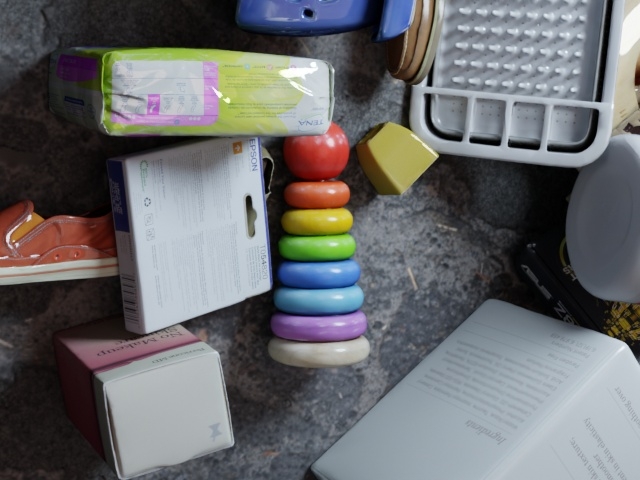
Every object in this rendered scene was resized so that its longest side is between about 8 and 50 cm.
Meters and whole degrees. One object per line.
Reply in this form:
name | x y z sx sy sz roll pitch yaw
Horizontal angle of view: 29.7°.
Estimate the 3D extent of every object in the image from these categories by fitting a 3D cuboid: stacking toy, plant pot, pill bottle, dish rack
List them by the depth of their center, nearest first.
plant pot | 0.019 -0.357 1.477 0.212 0.236 0.236 9 97 -1
stacking toy | 0.000 0.000 1.636 0.141 0.141 0.330 -2 96 -26
dish rack | 0.278 -0.278 1.674 0.072 0.285 0.332 -16 112 -65
pill bottle | 0.570 -0.009 1.676 0.408 0.229 0.229 8 96 -17
plant pot | 0.098 -0.120 1.689 0.081 0.081 0.083 -46 104 -12

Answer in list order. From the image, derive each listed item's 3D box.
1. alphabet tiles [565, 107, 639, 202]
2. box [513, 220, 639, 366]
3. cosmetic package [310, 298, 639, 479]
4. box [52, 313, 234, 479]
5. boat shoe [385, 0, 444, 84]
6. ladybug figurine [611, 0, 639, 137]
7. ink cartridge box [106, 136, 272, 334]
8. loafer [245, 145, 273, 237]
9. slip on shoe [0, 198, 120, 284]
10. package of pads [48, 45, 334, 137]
alphabet tiles | 0.477 -0.101 1.739 0.237 0.009 0.198 -41 122 13
box | 0.545 0.050 1.842 0.395 0.097 0.318 -30 74 -19
cosmetic package | 0.274 0.349 1.723 0.394 0.327 0.329 -41 114 -15
box | -0.224 0.181 1.494 0.149 0.232 0.127 -14 106 -24
boat shoe | 0.105 -0.367 1.635 0.104 0.111 0.307 5 88 -23
ladybug figurine | 0.527 -0.279 1.816 0.449 0.162 0.305 -32 113 -18
ink cartridge box | -0.161 -0.016 1.532 0.224 0.045 0.223 -16 108 -44
loafer | -0.099 -0.057 1.614 0.056 0.050 0.148 9 96 -28
slip on shoe | -0.373 0.002 1.455 0.331 0.123 0.101 -5 95 -31
package of pads | -0.156 -0.183 1.462 0.296 0.229 0.101 -3 101 -27
